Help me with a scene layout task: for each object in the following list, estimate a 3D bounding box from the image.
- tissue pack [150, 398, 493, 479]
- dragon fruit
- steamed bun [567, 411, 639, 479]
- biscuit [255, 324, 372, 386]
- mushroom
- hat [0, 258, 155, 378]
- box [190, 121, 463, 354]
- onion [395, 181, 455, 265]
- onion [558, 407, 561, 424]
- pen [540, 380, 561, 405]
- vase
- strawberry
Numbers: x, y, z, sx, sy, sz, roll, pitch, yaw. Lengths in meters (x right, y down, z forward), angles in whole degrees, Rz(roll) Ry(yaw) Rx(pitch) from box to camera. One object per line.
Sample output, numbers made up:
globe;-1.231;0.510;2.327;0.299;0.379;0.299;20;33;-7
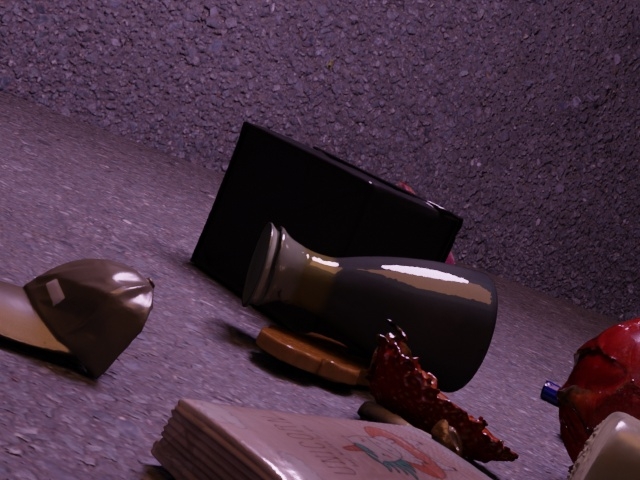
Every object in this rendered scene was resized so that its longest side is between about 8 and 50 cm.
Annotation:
tissue pack;0.026;0.213;1.082;0.325;0.071;0.170;17;12;-47
dragon fruit;0.457;0.232;1.543;0.301;0.296;0.295;12;-2;38
steamed bun;0.354;0.286;1.281;0.200;0.155;0.250;29;2;17
biscuit;-0.002;0.152;1.593;0.144;0.040;0.236;21;3;31
mushroom;0.099;0.214;1.384;0.060;0.061;0.187;53;-14;-30
hat;-0.271;0.042;1.213;0.173;0.144;0.166;46;-6;-27
box;0.001;0.000;1.885;0.204;0.251;0.345;17;8;-43
onion;0.120;0.050;2.088;0.256;0.272;0.230;7;43;-48
onion;0.429;0.279;1.826;0.150;0.150;0.140;23;46;-9
pen;0.502;0.312;2.078;0.269;0.033;0.033;26;7;17
vase;0.062;0.080;1.640;0.321;0.173;0.173;19;8;-13
strawberry;0.130;0.203;1.450;0.208;0.087;0.167;45;-3;26
